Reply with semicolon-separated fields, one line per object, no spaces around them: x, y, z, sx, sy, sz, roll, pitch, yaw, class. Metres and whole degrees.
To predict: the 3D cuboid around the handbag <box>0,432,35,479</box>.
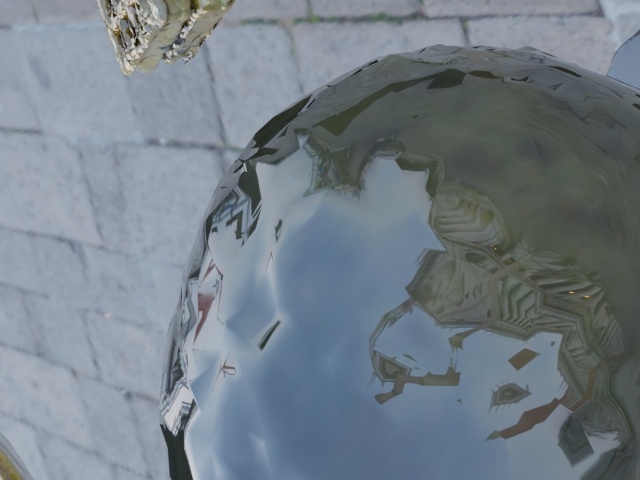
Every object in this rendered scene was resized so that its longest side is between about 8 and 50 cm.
-0.171;0.319;0.998;0.401;0.133;0.283;52;155;-23;handbag

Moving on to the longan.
0.090;0.079;0.726;0.391;0.391;0.391;27;130;38;longan

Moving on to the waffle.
-0.202;-0.346;1.296;0.213;0.091;0.308;-27;81;68;waffle

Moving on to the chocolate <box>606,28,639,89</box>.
0.439;-0.146;1.271;0.283;0.186;0.283;31;146;24;chocolate
